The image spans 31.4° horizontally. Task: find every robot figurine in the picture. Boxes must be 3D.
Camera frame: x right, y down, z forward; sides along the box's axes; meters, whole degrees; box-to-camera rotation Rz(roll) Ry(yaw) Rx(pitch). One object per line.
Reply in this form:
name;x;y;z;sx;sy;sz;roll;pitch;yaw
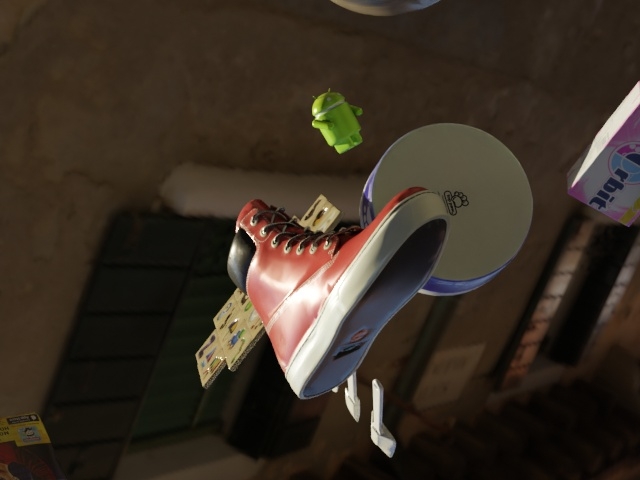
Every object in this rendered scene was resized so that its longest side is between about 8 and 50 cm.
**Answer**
robot figurine;0.029;-0.217;2.059;0.101;0.115;0.067;-32;-175;-41

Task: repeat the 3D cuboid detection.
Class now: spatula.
spatula;0.047;0.192;1.527;0.168;0.019;0.242;53;163;26

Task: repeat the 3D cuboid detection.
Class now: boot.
boot;0.000;0.000;0.974;0.088;0.244;0.176;-11;-122;-40

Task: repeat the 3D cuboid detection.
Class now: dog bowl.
dog bowl;0.200;-0.050;1.819;0.264;0.265;0.104;22;165;-1

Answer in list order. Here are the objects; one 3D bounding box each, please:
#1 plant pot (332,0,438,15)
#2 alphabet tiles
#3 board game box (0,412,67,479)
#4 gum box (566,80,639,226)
plant pot;0.057;-0.480;1.508;0.323;0.323;0.280;26;-171;17
alphabet tiles;-0.086;0.076;1.810;0.011;0.342;0.285;38;-178;-15
board game box;-0.247;0.213;0.728;0.194;0.060;0.194;-5;-137;-33
gum box;0.441;-0.116;1.616;0.107;0.188;0.062;29;-146;-7
